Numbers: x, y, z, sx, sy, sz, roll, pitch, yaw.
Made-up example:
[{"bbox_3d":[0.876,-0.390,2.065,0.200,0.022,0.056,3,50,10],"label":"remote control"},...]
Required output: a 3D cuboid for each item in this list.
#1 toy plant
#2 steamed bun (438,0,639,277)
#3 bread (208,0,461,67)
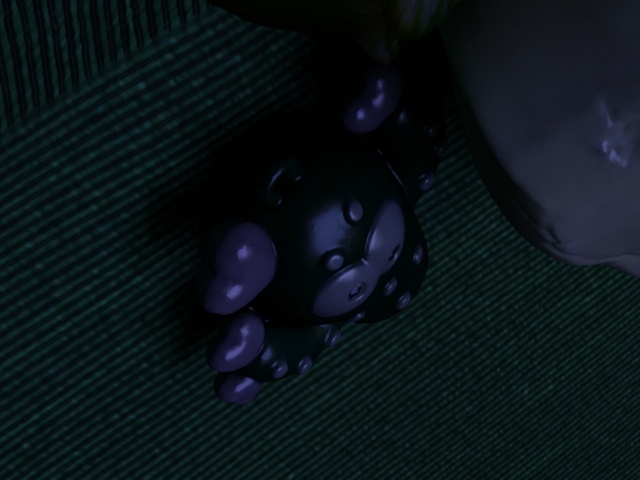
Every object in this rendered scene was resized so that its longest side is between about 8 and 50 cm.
[{"bbox_3d":[0.002,-0.004,1.371,0.232,0.112,0.243,-43,151,-25],"label":"toy plant"},{"bbox_3d":[0.278,-0.153,1.361,0.371,0.290,0.456,-22,161,18],"label":"steamed bun"},{"bbox_3d":[0.042,-0.295,1.074,0.366,0.129,0.382,47,63,-73],"label":"bread"}]
